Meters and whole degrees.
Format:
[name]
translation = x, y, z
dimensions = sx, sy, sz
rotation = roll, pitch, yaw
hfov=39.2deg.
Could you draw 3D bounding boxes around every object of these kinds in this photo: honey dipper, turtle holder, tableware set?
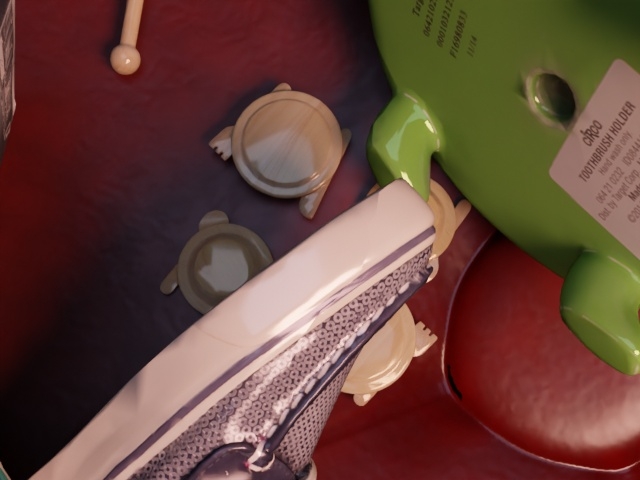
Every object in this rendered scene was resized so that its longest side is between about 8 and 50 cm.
[honey dipper]
translation = -0.106, -0.177, 0.542
dimensions = 0.030, 0.030, 0.161
rotation = 8, 79, 0
[turtle holder]
translation = 0.144, -0.116, 0.455
dimensions = 0.227, 0.243, 0.320
rotation = -35, 40, -24
[tableware set]
translation = 0.000, 0.000, 0.510
dimensions = 0.168, 0.020, 0.141
rotation = 30, 79, 4

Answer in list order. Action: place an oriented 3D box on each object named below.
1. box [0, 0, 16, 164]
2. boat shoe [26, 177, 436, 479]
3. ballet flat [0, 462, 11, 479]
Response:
[box]
translation = -0.252, -0.023, 0.325
dimensions = 0.242, 0.077, 0.307
rotation = 3, 33, -14
[boat shoe]
translation = -0.043, 0.134, 0.427
dimensions = 0.340, 0.127, 0.158
rotation = -42, 87, 5
[ballet flat]
translation = -0.205, 0.103, 0.361
dimensions = 0.139, 0.139, 0.400
rotation = -31, 45, -8
